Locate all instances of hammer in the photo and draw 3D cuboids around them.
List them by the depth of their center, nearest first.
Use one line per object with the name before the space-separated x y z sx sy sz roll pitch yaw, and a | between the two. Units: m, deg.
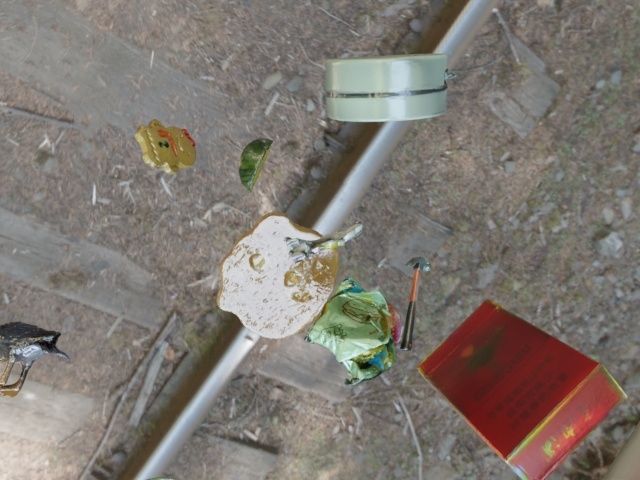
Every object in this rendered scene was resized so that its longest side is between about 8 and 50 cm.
hammer | 0.272 0.184 1.737 0.111 0.033 0.288 33 62 -48

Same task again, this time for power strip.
power strip | 0.191 -0.422 1.622 0.357 0.357 0.162 -8 108 -14

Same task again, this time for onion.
onion | 0.155 0.293 1.913 0.229 0.163 0.230 -1 114 -1

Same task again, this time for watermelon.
watermelon | -0.193 -0.240 1.822 0.092 0.075 0.182 31 83 -47

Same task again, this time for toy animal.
toy animal | -0.793 0.295 1.531 0.298 0.186 0.122 -19 141 13

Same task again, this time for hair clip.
hair clip | 0.000 0.001 1.107 0.172 0.116 0.049 -19 97 -54

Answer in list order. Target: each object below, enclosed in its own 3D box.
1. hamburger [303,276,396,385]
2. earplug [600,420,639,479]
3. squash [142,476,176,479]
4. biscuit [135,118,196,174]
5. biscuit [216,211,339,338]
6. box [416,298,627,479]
hamburger | 0.116 0.249 1.667 0.260 0.276 0.150 -38 168 -35
earplug | 0.414 0.272 0.676 0.301 0.172 0.172 -49 121 -17
squash | -0.409 0.676 1.287 0.262 0.263 0.384 17 144 -24
biscuit | -0.426 -0.266 1.676 0.036 0.225 0.166 -24 83 27
biscuit | -0.132 0.119 1.848 0.365 0.062 0.385 32 101 -21
box | 0.313 0.235 0.984 0.197 0.313 0.089 -45 110 -2
